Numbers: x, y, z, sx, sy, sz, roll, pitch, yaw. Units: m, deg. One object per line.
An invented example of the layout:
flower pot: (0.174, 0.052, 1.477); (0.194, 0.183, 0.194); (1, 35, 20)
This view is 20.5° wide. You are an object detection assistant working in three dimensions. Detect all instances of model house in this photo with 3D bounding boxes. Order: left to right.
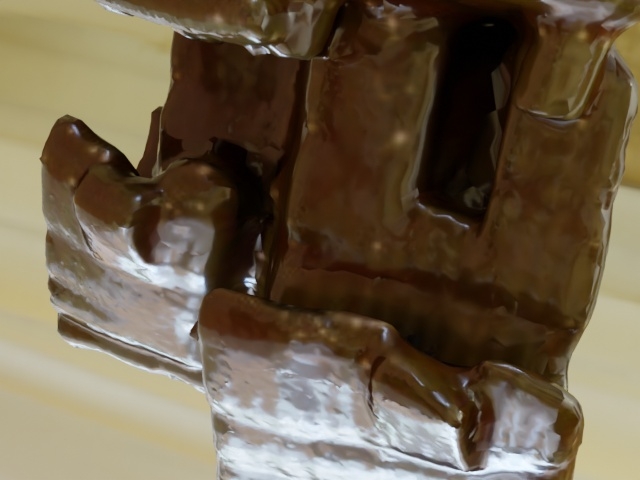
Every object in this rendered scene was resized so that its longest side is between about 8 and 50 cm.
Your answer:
model house: (0.000, -0.002, 0.580); (0.219, 0.199, 0.229); (-34, 132, -78)
